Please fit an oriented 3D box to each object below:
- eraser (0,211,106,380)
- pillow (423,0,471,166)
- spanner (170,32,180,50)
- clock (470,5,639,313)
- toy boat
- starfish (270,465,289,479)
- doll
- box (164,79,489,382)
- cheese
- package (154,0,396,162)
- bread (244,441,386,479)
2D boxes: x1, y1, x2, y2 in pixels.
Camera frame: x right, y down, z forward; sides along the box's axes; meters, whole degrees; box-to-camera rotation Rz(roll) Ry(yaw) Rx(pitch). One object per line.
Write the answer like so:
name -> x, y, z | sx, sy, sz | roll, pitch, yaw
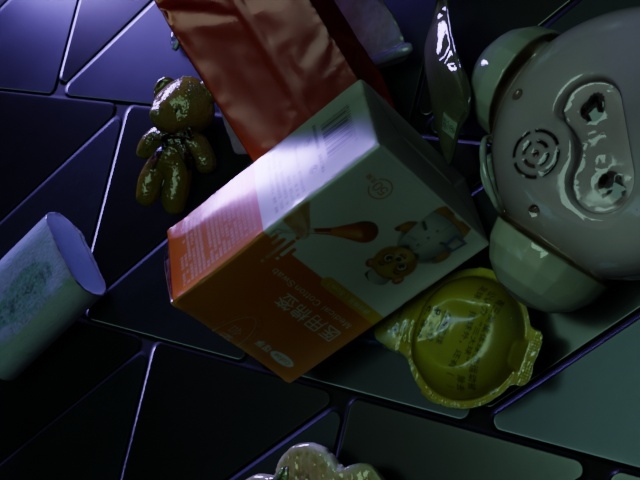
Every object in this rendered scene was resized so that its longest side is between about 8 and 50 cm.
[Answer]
eraser -> -0.459, 0.090, 1.711 | 0.227, 0.081, 0.174 | -41, 61, 18
pillow -> 0.155, -0.205, 1.342 | 0.033, 0.130, 0.218 | 1, 50, -9
spanner -> -0.183, -0.437, 1.694 | 0.071, 0.017, 0.302 | 8, 84, 34
clock -> 0.330, -0.103, 1.198 | 0.325, 0.184, 0.342 | -15, 66, 34
toy boat -> -0.046, -0.287, 1.525 | 0.293, 0.111, 0.276 | -32, 72, 13
starfish -> -0.069, 0.387, 1.341 | 0.208, 0.053, 0.176 | -26, 66, 29
doll -> -0.223, -0.146, 1.608 | 0.137, 0.097, 0.210 | 12, 91, 29
box -> 0.000, 0.000, 1.331 | 0.341, 0.225, 0.143 | -36, 36, 22
cheese -> 0.150, 0.109, 1.319 | 0.270, 0.069, 0.177 | 14, 84, 41
package -> -0.042, -0.226, 1.396 | 0.196, 0.123, 0.424 | -29, 92, 22
bread -> -0.002, 0.414, 1.354 | 0.316, 0.054, 0.316 | -7, 76, 32
